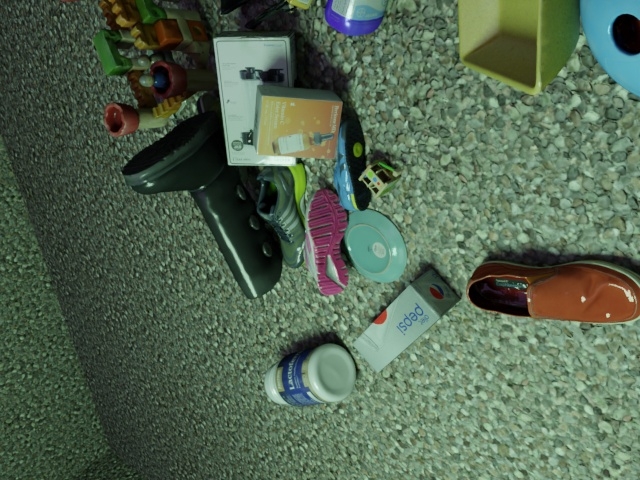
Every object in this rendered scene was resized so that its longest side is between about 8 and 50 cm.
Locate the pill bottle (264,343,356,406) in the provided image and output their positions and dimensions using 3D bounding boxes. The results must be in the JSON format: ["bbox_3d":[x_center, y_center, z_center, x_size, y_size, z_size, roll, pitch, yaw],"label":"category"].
[{"bbox_3d":[-0.036,0.381,1.656,0.265,0.153,0.153,-27,92,49],"label":"pill bottle"}]

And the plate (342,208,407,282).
[{"bbox_3d":[0.118,0.017,1.387,0.188,0.024,0.188,24,127,35],"label":"plate"}]

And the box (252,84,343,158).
[{"bbox_3d":[-0.051,-0.251,1.265,0.091,0.170,0.130,-113,27,-60],"label":"box"}]

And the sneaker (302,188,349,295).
[{"bbox_3d":[0.000,0.000,1.434,0.111,0.103,0.252,-157,64,-66],"label":"sneaker"}]

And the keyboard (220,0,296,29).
[{"bbox_3d":[-0.114,-0.548,1.255,0.317,0.033,0.201,-6,86,47],"label":"keyboard"}]

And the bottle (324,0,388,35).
[{"bbox_3d":[0.091,-0.506,1.037,0.092,0.118,0.283,40,135,23],"label":"bottle"}]

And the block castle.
[{"bbox_3d":[-0.475,-0.514,1.458,0.303,0.213,0.453,-22,88,38],"label":"block castle"}]

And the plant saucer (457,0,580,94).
[{"bbox_3d":[0.276,-0.401,0.835,0.333,0.081,0.333,-102,3,-66],"label":"plant saucer"}]

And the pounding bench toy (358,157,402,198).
[{"bbox_3d":[0.130,-0.144,1.258,0.065,0.052,0.083,51,138,11],"label":"pounding bench toy"}]

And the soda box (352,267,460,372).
[{"bbox_3d":[0.189,0.189,1.364,0.098,0.091,0.286,49,138,13],"label":"soda box"}]

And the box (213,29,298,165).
[{"bbox_3d":[-0.134,-0.318,1.342,0.169,0.087,0.290,1,119,9],"label":"box"}]

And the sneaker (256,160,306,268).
[{"bbox_3d":[-0.099,-0.062,1.482,0.111,0.121,0.300,12,120,41],"label":"sneaker"}]

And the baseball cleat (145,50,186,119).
[{"bbox_3d":[-0.420,-0.436,1.642,0.109,0.072,0.206,14,125,21],"label":"baseball cleat"}]

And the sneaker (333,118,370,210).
[{"bbox_3d":[0.054,-0.163,1.311,0.082,0.069,0.209,14,122,42],"label":"sneaker"}]

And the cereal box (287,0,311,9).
[{"bbox_3d":[-0.053,-0.565,1.110,0.240,0.047,0.173,57,131,38],"label":"cereal box"}]

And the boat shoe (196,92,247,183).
[{"bbox_3d":[-0.273,-0.259,1.569,0.079,0.095,0.254,-7,117,35],"label":"boat shoe"}]

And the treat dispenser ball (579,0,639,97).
[{"bbox_3d":[0.449,-0.293,0.671,0.288,0.288,0.288,24,128,34],"label":"treat dispenser ball"}]

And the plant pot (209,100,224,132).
[{"bbox_3d":[-0.223,-0.317,1.500,0.079,0.083,0.083,-3,111,33],"label":"plant pot"}]

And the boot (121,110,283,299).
[{"bbox_3d":[-0.249,-0.044,1.415,0.146,0.367,0.445,-9,116,24],"label":"boot"}]

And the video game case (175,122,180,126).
[{"bbox_3d":[-0.354,-0.216,1.725,0.183,0.023,0.201,32,133,28],"label":"video game case"}]

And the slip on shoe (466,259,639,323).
[{"bbox_3d":[0.416,0.099,1.079,0.331,0.101,0.123,4,114,42],"label":"slip on shoe"}]
